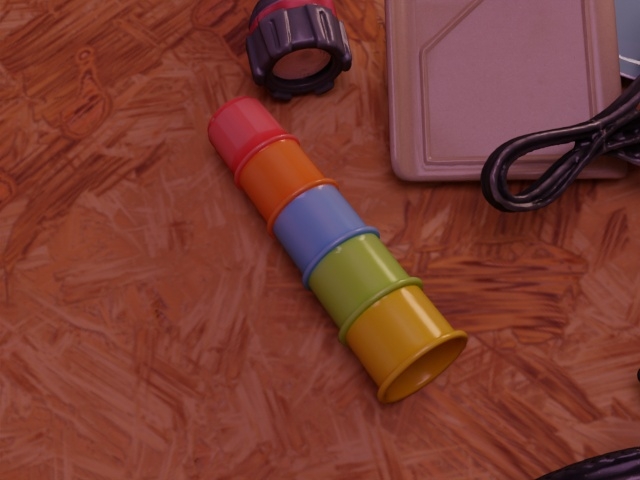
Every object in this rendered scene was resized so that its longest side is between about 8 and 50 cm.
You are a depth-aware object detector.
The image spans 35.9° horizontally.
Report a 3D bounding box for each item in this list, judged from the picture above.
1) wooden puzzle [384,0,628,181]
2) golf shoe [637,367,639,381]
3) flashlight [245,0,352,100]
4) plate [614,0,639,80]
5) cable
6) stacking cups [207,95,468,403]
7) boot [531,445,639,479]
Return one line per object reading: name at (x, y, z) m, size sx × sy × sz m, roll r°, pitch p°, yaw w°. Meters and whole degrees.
wooden puzzle at (0.181, -0.165, 0.982) m, size 0.238 × 0.044 × 0.221 m, roll 0°, pitch 79°, yaw -5°
golf shoe at (0.357, 0.080, 0.869) m, size 0.186 × 0.067 × 0.086 m, roll -39°, pitch 51°, yaw -24°
flashlight at (-0.049, -0.296, 1.028) m, size 0.103 × 0.103 × 0.304 m, roll -13°, pitch 67°, yaw -3°
plate at (0.344, -0.238, 1.044) m, size 0.188 × 0.024 × 0.188 m, roll 0°, pitch 65°, yaw -1°
cable at (0.282, -0.100, 0.907) m, size 0.287 × 0.072 × 0.139 m, roll -9°, pitch 102°, yaw -24°
stacking cups at (0.000, 0.000, 0.905) m, size 0.096 × 0.096 × 0.316 m, roll -32°, pitch 64°, yaw -14°
boot at (0.321, 0.264, 0.765) m, size 0.338 × 0.118 × 0.223 m, roll -10°, pitch 75°, yaw 4°
